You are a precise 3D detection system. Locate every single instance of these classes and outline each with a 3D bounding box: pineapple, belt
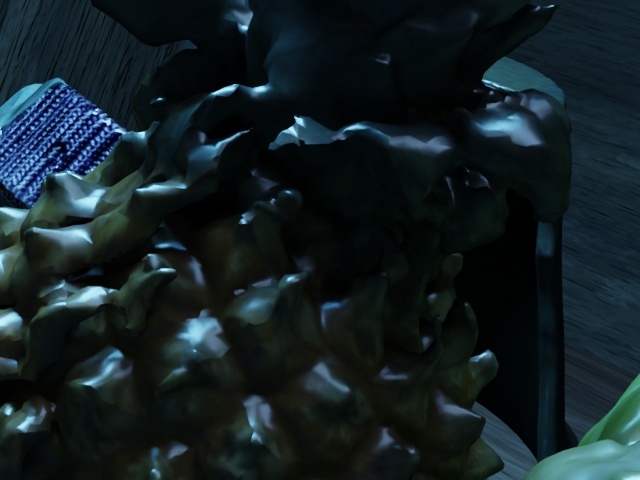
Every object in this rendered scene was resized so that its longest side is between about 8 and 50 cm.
[{"bbox_3d":[-0.025,0.014,0.635,0.223,0.357,0.223,22,7,-3],"label":"pineapple"},{"bbox_3d":[-0.147,-0.005,1.448,0.260,0.122,0.325,39,-6,12],"label":"belt"}]

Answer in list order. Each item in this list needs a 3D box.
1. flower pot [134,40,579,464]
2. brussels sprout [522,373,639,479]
[{"bbox_3d":[0.000,0.000,1.130,0.379,0.251,0.379,11,18,-4],"label":"flower pot"},{"bbox_3d":[0.176,0.149,0.553,0.274,0.242,0.316,45,3,10],"label":"brussels sprout"}]
